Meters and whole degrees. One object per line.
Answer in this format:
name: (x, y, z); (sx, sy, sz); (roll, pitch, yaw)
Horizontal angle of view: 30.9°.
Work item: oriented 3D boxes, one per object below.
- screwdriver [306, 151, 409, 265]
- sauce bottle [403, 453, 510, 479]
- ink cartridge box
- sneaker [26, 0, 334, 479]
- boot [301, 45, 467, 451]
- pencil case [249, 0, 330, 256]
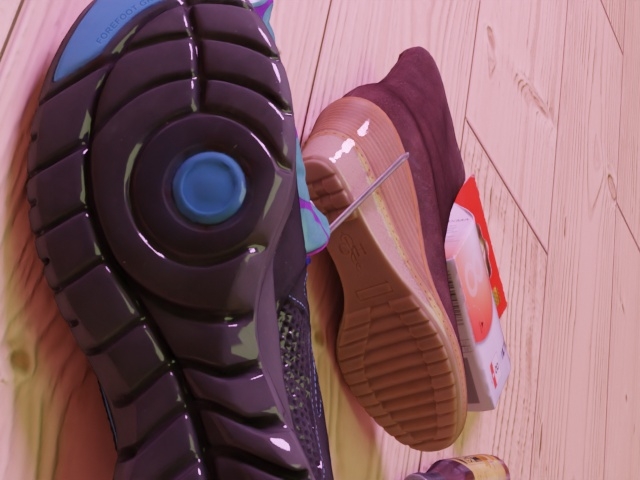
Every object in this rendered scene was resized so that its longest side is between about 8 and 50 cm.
screwdriver: (0.000, 0.000, 0.701); (0.024, 0.025, 0.170); (42, 60, 6)
sauce bottle: (0.105, 0.188, 0.899); (0.128, 0.042, 0.042); (12, 74, -58)
ink cartridge box: (0.139, 0.040, 0.998); (0.179, 0.045, 0.145); (-47, 126, -52)
sneaker: (-0.064, 0.038, 0.574); (0.139, 0.125, 0.340); (83, 1, -82)
boot: (0.075, 0.000, 0.831); (0.207, 0.090, 0.248); (-47, 121, -53)
pencil case: (-0.041, -0.063, 0.655); (0.070, 0.065, 0.151); (-26, 109, -44)
